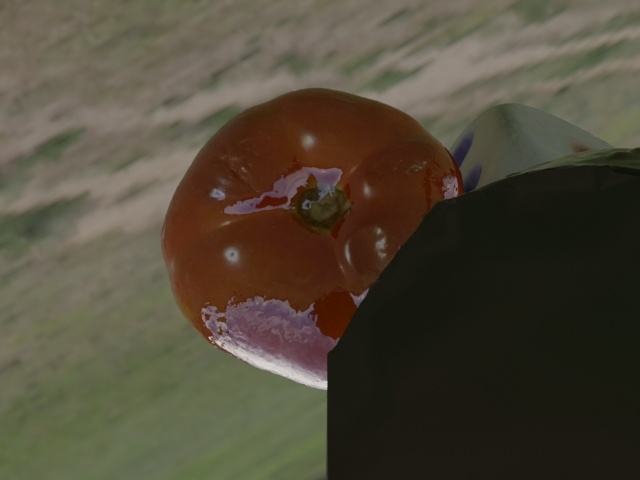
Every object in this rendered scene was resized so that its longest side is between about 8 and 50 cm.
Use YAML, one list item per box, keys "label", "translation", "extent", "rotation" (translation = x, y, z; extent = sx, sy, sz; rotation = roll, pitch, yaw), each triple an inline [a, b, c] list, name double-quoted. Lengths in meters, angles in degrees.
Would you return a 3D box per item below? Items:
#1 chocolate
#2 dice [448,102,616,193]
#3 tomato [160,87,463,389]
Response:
- label: "chocolate"
  translation: [0.230, 0.115, 1.228]
  extent: [0.383, 0.383, 0.331]
  rotation: [-32, 168, 25]
- label: "dice"
  translation: [0.211, 0.044, 1.703]
  extent: [0.251, 0.259, 0.243]
  rotation: [-59, -172, 19]
- label: "tomato"
  translation: [-0.004, -0.001, 1.534]
  extent: [0.260, 0.260, 0.180]
  rotation: [-28, 160, -16]
